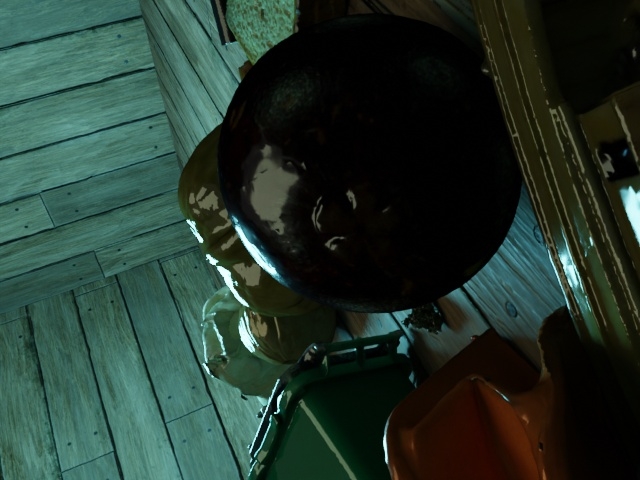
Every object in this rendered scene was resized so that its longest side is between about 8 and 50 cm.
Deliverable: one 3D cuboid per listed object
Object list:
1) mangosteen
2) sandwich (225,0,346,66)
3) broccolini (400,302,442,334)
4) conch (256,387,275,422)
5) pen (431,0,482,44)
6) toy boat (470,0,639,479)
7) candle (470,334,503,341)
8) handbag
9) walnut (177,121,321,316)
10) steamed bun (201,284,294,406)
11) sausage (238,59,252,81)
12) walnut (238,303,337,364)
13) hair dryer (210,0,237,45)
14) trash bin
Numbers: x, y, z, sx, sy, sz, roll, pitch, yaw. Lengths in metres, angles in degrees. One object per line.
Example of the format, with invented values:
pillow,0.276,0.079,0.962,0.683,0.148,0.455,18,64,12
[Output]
mangosteen,0.046,-0.072,0.589,0.288,0.288,0.288,160,90,-74
sandwich,-0.053,-0.338,0.893,0.251,0.087,0.226,59,150,35
broccolini,0.126,0.080,0.926,0.194,0.054,0.052,-131,56,-67
conch,-0.001,0.385,1.275,0.240,0.313,0.186,-11,70,36
pen,0.131,-0.205,0.564,0.026,0.026,0.218,89,156,-49
toy boat,0.196,-0.019,0.362,0.162,0.136,0.445,133,117,-82
candle,0.206,0.152,0.698,0.131,0.052,0.052,-126,23,-47
handbag,0.213,0.265,0.444,0.303,0.116,0.410,-10,-104,-62
walnut,-0.049,-0.050,0.905,0.282,0.277,0.253,55,180,-31
steamed bun,-0.137,0.249,1.640,0.347,0.237,0.394,55,-170,0
sausage,-0.066,-0.199,1.129,0.103,0.076,0.302,101,146,-64
walnut,-0.071,0.154,1.349,0.228,0.228,0.228,160,90,-74
hair dryer,-0.132,-0.434,1.121,0.255,0.070,0.128,15,123,62
trash bin,0.095,0.351,0.923,0.381,0.259,0.295,46,126,40
